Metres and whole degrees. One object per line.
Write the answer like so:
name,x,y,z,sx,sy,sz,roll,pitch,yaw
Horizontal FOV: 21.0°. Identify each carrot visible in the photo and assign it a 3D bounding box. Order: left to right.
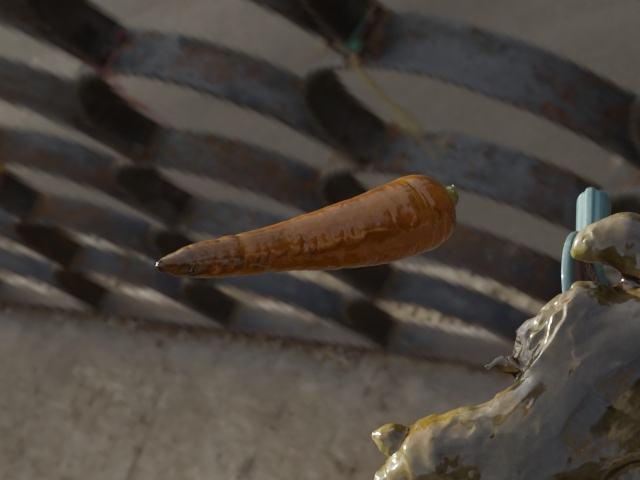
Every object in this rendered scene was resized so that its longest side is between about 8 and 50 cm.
carrot,0.000,0.000,1.265,0.061,0.256,0.061,35,132,50

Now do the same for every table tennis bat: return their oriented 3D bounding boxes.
table tennis bat,0.296,0.037,1.906,0.040,0.153,0.244,-11,43,23

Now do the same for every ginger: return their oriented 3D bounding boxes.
ginger,0.185,0.088,1.137,0.333,0.080,0.166,-38,84,6
